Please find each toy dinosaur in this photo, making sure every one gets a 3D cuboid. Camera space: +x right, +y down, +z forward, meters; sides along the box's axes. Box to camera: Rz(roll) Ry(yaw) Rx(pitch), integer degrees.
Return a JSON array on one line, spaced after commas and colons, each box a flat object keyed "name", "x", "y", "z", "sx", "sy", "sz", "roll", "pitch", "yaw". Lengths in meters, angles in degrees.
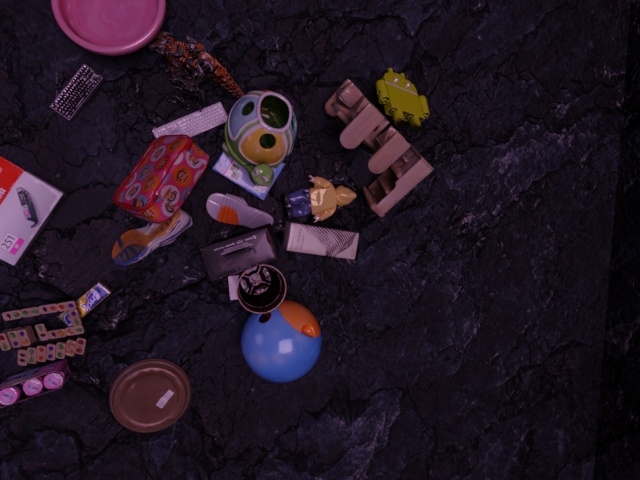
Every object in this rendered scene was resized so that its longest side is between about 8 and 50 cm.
[{"name": "toy dinosaur", "x": -0.413, "y": -0.567, "z": 1.337, "sx": 0.321, "sy": 0.164, "sz": 0.218, "roll": 18, "pitch": 73, "yaw": 3}]

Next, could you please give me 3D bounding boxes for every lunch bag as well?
[{"name": "lunch bag", "x": -0.520, "y": -0.204, "z": 1.292, "sx": 0.120, "sy": 0.258, "sz": 0.293, "roll": 47, "pitch": 64, "yaw": -46}]

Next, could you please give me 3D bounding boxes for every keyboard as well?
[{"name": "keyboard", "x": -0.796, "y": -0.486, "z": 1.288, "sx": 0.108, "sy": 0.023, "sz": 0.180, "roll": 37, "pitch": 84, "yaw": -17}, {"name": "keyboard", "x": -0.451, "y": -0.404, "z": 1.405, "sx": 0.256, "sy": 0.014, "sz": 0.072, "roll": -28, "pitch": 103, "yaw": -13}]

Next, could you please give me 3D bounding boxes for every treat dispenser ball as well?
[{"name": "treat dispenser ball", "x": -0.138, "y": 0.355, "z": 1.433, "sx": 0.288, "sy": 0.288, "sz": 0.288, "roll": -2, "pitch": 96, "yaw": -17}]

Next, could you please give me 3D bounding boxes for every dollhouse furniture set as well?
[{"name": "dollhouse furniture set", "x": 0.165, "y": -0.316, "z": 1.436, "sx": 0.394, "sy": 0.362, "sz": 0.256, "roll": 36, "pitch": 111, "yaw": -28}]

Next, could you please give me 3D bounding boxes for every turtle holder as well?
[{"name": "turtle holder", "x": -0.204, "y": -0.350, "z": 1.332, "sx": 0.243, "sy": 0.227, "sz": 0.320, "roll": 37, "pitch": 64, "yaw": -15}]

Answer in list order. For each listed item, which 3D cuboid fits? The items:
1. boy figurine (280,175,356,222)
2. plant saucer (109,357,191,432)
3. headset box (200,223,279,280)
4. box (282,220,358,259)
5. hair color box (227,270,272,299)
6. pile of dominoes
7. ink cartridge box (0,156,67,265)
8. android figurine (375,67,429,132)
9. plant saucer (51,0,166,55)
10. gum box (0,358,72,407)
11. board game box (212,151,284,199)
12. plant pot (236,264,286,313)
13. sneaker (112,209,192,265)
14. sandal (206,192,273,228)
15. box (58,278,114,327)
[{"name": "boy figurine", "x": -0.004, "y": -0.163, "z": 1.525, "sx": 0.285, "sy": 0.092, "sz": 0.177, "roll": -15, "pitch": 99, "yaw": -16}, {"name": "plant saucer", "x": -0.609, "y": 0.563, "z": 1.443, "sx": 0.277, "sy": 0.041, "sz": 0.278, "roll": -2, "pitch": 95, "yaw": -17}, {"name": "headset box", "x": -0.258, "y": 0.032, "z": 1.340, "sx": 0.218, "sy": 0.293, "sz": 0.110, "roll": -18, "pitch": 97, "yaw": -2}, {"name": "box", "x": 0.000, "y": 0.000, "z": 1.540, "sx": 0.275, "sy": 0.094, "sz": 0.113, "roll": 7, "pitch": 95, "yaw": -18}, {"name": "hair color box", "x": -0.259, "y": 0.163, "z": 1.500, "sx": 0.167, "sy": 0.053, "sz": 0.093, "roll": -5, "pitch": 97, "yaw": -15}, {"name": "pile of dominoes", "x": -0.892, "y": 0.308, "z": 1.289, "sx": 0.251, "sy": 0.040, "sz": 0.196, "roll": -10, "pitch": 105, "yaw": -1}, {"name": "ink cartridge box", "x": -0.987, "y": -0.100, "z": 1.251, "sx": 0.239, "sy": 0.060, "sz": 0.275, "roll": 33, "pitch": 86, "yaw": -18}, {"name": "android figurine", "x": 0.312, "y": -0.545, "z": 1.541, "sx": 0.248, "sy": 0.056, "sz": 0.273, "roll": 9, "pitch": 63, "yaw": -30}, {"name": "plant saucer", "x": -0.643, "y": -0.727, "z": 1.247, "sx": 0.332, "sy": 0.084, "sz": 0.332, "roll": 0, "pitch": 87, "yaw": -5}, {"name": "gum box", "x": -0.921, "y": 0.458, "z": 1.301, "sx": 0.188, "sy": 0.107, "sz": 0.062, "roll": -16, "pitch": 100, "yaw": -15}, {"name": "board game box", "x": -0.260, "y": -0.269, "z": 1.462, "sx": 0.211, "sy": 0.039, "sz": 0.160, "roll": 32, "pitch": 85, "yaw": -16}, {"name": "plant pot", "x": -0.215, "y": 0.153, "z": 1.398, "sx": 0.166, "sy": 0.165, "sz": 0.167, "roll": -2, "pitch": 96, "yaw": -16}, {"name": "sneaker", "x": -0.563, "y": -0.002, "z": 1.363, "sx": 0.296, "sy": 0.131, "sz": 0.112, "roll": -31, "pitch": 75, "yaw": 11}, {"name": "sandal", "x": -0.296, "y": -0.107, "z": 1.456, "sx": 0.265, "sy": 0.076, "sz": 0.102, "roll": 22, "pitch": 114, "yaw": -38}, {"name": "box", "x": -0.781, "y": 0.208, "z": 1.343, "sx": 0.169, "sy": 0.059, "sz": 0.054, "roll": -43, "pitch": 105, "yaw": -8}]
